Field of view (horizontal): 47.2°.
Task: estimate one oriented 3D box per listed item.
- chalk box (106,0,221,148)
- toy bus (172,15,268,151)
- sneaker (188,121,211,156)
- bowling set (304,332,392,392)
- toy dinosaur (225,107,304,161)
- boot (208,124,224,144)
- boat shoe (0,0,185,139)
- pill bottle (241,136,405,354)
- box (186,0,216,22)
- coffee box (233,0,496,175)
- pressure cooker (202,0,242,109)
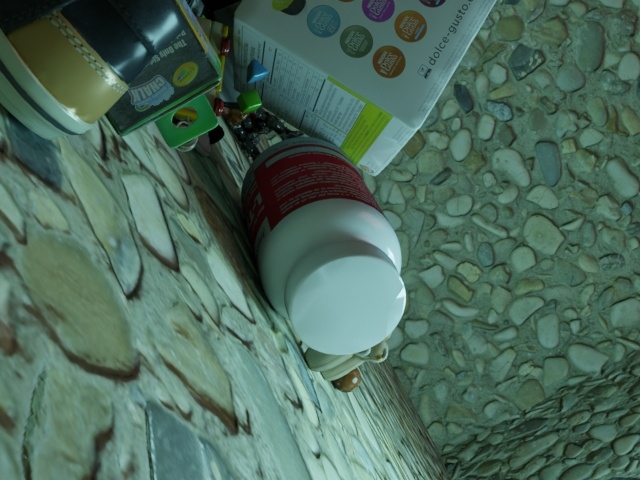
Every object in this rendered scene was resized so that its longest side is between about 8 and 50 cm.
[{"bbox_3d":[-0.195,-0.211,0.827,0.213,0.132,0.132,61,3,-25],"label":"chalk box"},{"bbox_3d":[-0.204,-0.242,1.121,0.191,0.202,0.104,54,-26,-5],"label":"toy bus"},{"bbox_3d":[-0.199,-0.202,1.224,0.134,0.070,0.051,60,1,-42],"label":"sneaker"},{"bbox_3d":[0.059,0.166,1.328,0.200,0.154,0.287,61,6,-34],"label":"bowling set"},{"bbox_3d":[-0.188,-0.301,1.959,0.218,0.164,0.322,47,22,1],"label":"toy dinosaur"},{"bbox_3d":[-0.225,-0.236,1.345,0.099,0.045,0.121,60,4,13],"label":"boot"},{"bbox_3d":[-0.252,-0.312,0.613,0.500,0.156,0.187,62,5,23],"label":"boat shoe"},{"bbox_3d":[0.000,0.000,1.217,0.229,0.229,0.408,60,4,-30],"label":"pill bottle"},{"bbox_3d":[-0.267,-0.394,1.206,0.184,0.045,0.190,24,0,4],"label":"box"},{"bbox_3d":[0.070,-0.366,1.269,0.334,0.338,0.338,32,-9,-2],"label":"coffee box"},{"bbox_3d":[-0.181,-0.541,1.545,0.370,0.375,0.420,54,-4,40],"label":"pressure cooker"}]
